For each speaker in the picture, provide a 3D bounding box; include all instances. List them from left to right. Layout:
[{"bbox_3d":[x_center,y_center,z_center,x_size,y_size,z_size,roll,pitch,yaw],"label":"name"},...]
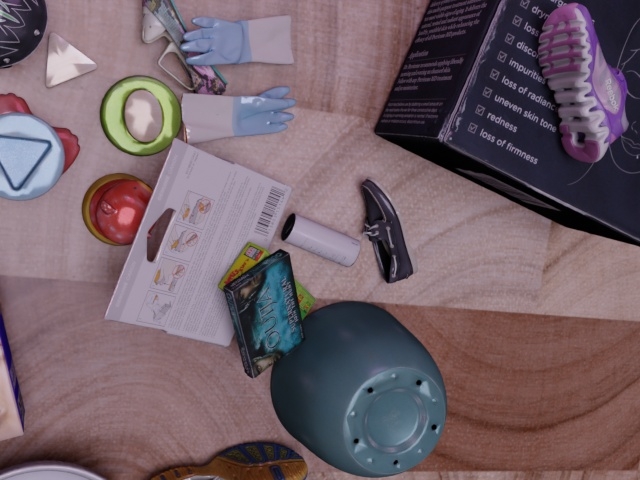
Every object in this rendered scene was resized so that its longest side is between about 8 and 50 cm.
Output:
[{"bbox_3d":[0.000,0.000,1.428,0.136,0.055,0.055,22,91,-21],"label":"speaker"}]

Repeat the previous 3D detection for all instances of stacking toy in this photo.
[{"bbox_3d":[-0.356,-0.151,1.241,0.309,0.130,0.279,26,90,-21],"label":"stacking toy"}]

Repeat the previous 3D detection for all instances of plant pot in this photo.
[{"bbox_3d":[0.084,0.275,1.407,0.293,0.235,0.293,-3,100,-19],"label":"plant pot"}]

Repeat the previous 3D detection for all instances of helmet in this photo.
[{"bbox_3d":[-0.477,-0.327,1.152,0.169,0.161,0.169,-3,100,-19],"label":"helmet"}]

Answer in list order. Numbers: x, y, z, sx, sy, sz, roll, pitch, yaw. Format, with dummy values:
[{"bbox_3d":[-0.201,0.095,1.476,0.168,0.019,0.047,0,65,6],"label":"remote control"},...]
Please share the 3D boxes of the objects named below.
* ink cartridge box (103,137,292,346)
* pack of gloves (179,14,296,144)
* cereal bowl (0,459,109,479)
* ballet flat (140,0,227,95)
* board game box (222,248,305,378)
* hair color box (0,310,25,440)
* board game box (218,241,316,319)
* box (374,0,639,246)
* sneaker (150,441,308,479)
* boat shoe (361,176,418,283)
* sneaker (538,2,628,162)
[{"bbox_3d":[-0.203,0.006,1.303,0.261,0.066,0.296,22,91,-45],"label":"ink cartridge box"},{"bbox_3d":[-0.119,-0.263,1.306,0.232,0.046,0.195,-15,110,-41],"label":"pack of gloves"},{"bbox_3d":[-0.456,0.514,1.292,0.339,0.141,0.339,2,86,-23],"label":"cereal bowl"},{"bbox_3d":[-0.235,-0.314,1.289,0.079,0.077,0.221,-35,112,-7],"label":"ballet flat"},{"bbox_3d":[-0.089,0.122,1.329,0.126,0.026,0.186,-35,131,-32],"label":"board game box"},{"bbox_3d":[-0.579,0.149,1.225,0.185,0.110,0.339,-13,104,-18],"label":"hair color box"},{"bbox_3d":[-0.087,0.090,1.371,0.092,0.043,0.181,-56,139,-12],"label":"board game box"},{"bbox_3d":[0.427,-0.298,1.400,0.480,0.297,0.472,23,92,-21],"label":"box"},{"bbox_3d":[-0.166,0.453,1.433,0.296,0.112,0.131,-9,119,-16],"label":"sneaker"},{"bbox_3d":[0.112,-0.014,1.455,0.065,0.075,0.206,-30,112,-16],"label":"boat shoe"},{"bbox_3d":[0.403,-0.241,1.206,0.104,0.095,0.236,-27,111,-20],"label":"sneaker"}]
